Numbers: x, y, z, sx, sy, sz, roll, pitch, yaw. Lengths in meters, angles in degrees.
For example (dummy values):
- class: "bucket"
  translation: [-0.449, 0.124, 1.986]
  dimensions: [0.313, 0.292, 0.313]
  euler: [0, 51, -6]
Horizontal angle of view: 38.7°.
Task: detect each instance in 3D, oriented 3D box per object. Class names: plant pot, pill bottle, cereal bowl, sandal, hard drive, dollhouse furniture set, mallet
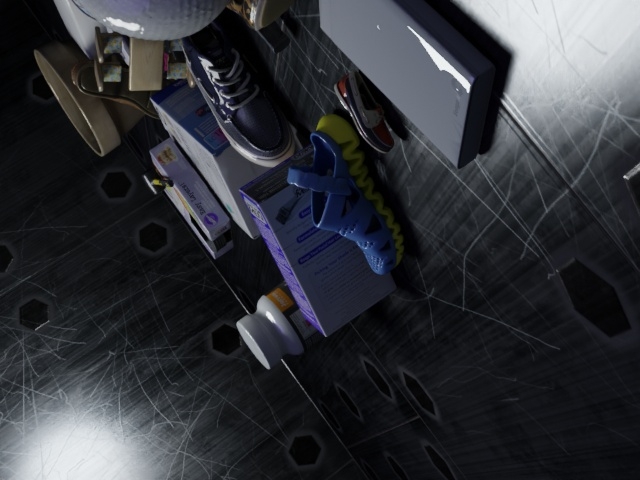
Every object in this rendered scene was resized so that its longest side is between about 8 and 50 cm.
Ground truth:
- class: "plant pot"
  translation: [-0.549, -0.429, 2.411]
  dimensions: [0.323, 0.280, 0.323]
  euler: [51, 165, 19]
- class: "pill bottle"
  translation: [-0.044, 0.162, 2.098]
  dimensions: [0.162, 0.278, 0.162]
  euler: [49, 163, 20]
- class: "cereal bowl"
  translation: [-0.286, -0.475, 1.389]
  dimensions: [0.338, 0.141, 0.339]
  euler: [8, 106, 28]
- class: "sandal"
  translation: [0.040, -0.063, 1.635]
  dimensions: [0.317, 0.138, 0.126]
  euler: [60, 163, -23]
- class: "hard drive"
  translation: [0.103, -0.256, 1.205]
  dimensions: [0.307, 0.040, 0.203]
  euler: [50, 164, 23]
- class: "dollhouse furniture set"
  translation: [-0.365, -0.410, 1.944]
  dimensions: [0.242, 0.212, 0.161]
  euler: [103, 154, -43]
- class: "mallet"
  translation: [-0.374, -0.130, 2.162]
  dimensions: [0.189, 0.039, 0.062]
  euler: [23, 146, 61]

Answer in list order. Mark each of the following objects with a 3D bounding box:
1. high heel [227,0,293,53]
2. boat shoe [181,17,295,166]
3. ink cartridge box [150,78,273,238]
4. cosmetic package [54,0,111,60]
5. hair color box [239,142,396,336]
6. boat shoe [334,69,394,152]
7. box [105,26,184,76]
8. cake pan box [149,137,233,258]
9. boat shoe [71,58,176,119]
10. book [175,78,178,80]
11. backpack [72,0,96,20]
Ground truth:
- class: "high heel"
  translation: [-0.122, -0.421, 1.452]
  dimensions: [0.186, 0.093, 0.261]
  euler: [52, 170, 10]
- class: "boat shoe"
  translation: [-0.175, -0.302, 1.799]
  dimensions: [0.341, 0.127, 0.158]
  euler: [51, 172, 19]
- class: "ink cartridge box"
  translation: [-0.238, -0.222, 2.130]
  dimensions: [0.395, 0.151, 0.270]
  euler: [40, 160, 44]
- class: "cosmetic package"
  translation: [-0.538, -0.623, 2.134]
  dimensions: [0.155, 0.197, 0.366]
  euler: [47, 162, 29]
- class: "hair color box"
  translation: [0.000, 0.000, 1.793]
  dimensions: [0.110, 0.185, 0.339]
  euler: [36, 155, 55]
- class: "boat shoe"
  translation: [0.075, -0.198, 1.411]
  dimensions: [0.043, 0.049, 0.137]
  euler: [-33, 92, 36]
- class: "box"
  translation: [-0.417, -0.513, 2.087]
  dimensions: [0.163, 0.142, 0.247]
  euler: [44, 161, 35]
- class: "cake pan box"
  translation: [-0.308, -0.094, 2.237]
  dimensions: [0.267, 0.070, 0.246]
  euler: [53, 170, 10]
- class: "boat shoe"
  translation: [-0.457, -0.382, 2.239]
  dimensions: [0.307, 0.111, 0.104]
  euler: [17, -167, -31]
- class: "book"
  translation: [-0.319, -0.363, 2.322]
  dimensions: [0.096, 0.035, 0.144]
  euler: [38, 158, 41]
- class: "backpack"
  translation: [-0.384, -0.531, 1.721]
  dimensions: [0.263, 0.213, 0.277]
  euler: [15, 142, 46]
